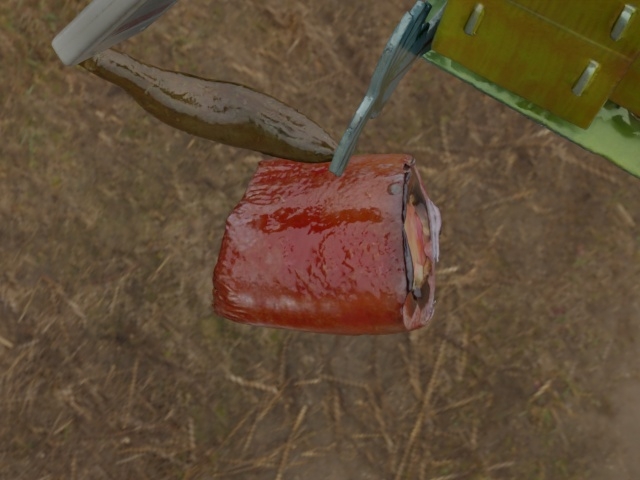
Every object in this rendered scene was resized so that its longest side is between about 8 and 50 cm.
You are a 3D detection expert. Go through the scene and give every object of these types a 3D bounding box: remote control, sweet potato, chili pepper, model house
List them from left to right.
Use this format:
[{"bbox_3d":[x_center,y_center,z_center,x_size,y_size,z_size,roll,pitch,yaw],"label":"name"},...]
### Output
[{"bbox_3d":[-0.112,-0.179,0.767,0.087,0.190,0.029,-39,100,-39],"label":"remote control"},{"bbox_3d":[-0.135,-0.166,1.345,0.346,0.108,0.079,19,80,-11],"label":"sweet potato"},{"bbox_3d":[0.000,0.000,1.496,0.305,0.229,0.251,4,82,13],"label":"chili pepper"},{"bbox_3d":[0.202,-0.140,0.918,0.300,0.340,0.323,30,7,6],"label":"model house"}]
